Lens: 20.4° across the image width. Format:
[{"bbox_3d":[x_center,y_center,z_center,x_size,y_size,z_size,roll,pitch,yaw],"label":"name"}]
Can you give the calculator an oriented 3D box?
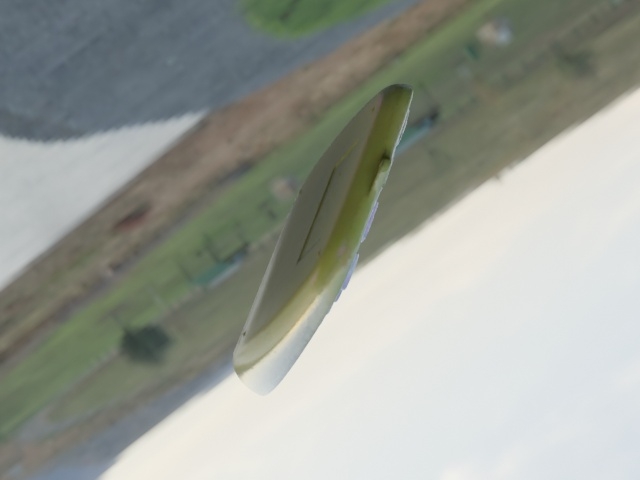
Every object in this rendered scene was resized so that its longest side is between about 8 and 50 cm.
[{"bbox_3d":[0.000,0.000,1.004,0.236,0.033,0.157,128,-14,-64],"label":"calculator"}]
